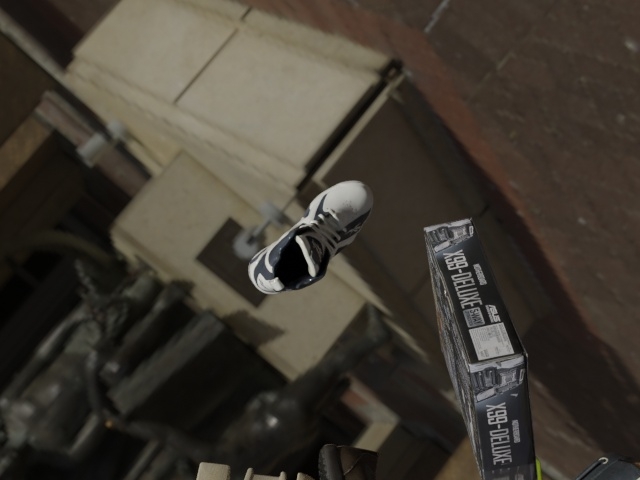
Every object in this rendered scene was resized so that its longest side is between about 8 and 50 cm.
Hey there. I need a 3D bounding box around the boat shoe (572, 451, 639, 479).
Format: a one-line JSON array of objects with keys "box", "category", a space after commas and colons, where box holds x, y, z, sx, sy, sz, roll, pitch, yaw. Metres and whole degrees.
[{"box": [0.357, 0.527, 1.883, 0.187, 0.500, 0.156, 50, 175, -35], "category": "boat shoe"}]

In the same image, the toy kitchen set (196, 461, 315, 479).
[{"box": [-0.111, 0.485, 2.022, 0.207, 0.122, 0.166, 6, 128, 3], "category": "toy kitchen set"}]

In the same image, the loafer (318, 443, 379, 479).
[{"box": [0.056, 0.318, 1.280, 0.080, 0.078, 0.220, 101, 158, -65], "category": "loafer"}]

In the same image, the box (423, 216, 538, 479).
[{"box": [0.218, 0.155, 1.650, 0.307, 0.076, 0.242, -102, 0, -55], "category": "box"}]

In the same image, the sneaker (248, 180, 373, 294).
[{"box": [0.000, 0.000, 1.811, 0.094, 0.235, 0.153, 58, 172, -13], "category": "sneaker"}]

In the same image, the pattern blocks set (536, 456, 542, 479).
[{"box": [0.356, 0.435, 2.177, 0.026, 0.325, 0.285, -1, 173, -7], "category": "pattern blocks set"}]
